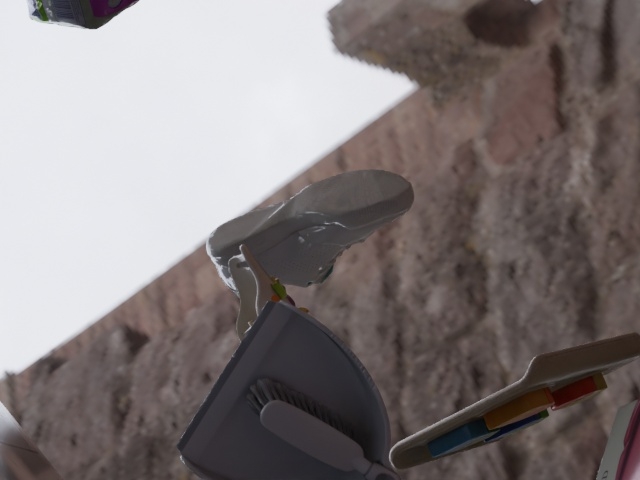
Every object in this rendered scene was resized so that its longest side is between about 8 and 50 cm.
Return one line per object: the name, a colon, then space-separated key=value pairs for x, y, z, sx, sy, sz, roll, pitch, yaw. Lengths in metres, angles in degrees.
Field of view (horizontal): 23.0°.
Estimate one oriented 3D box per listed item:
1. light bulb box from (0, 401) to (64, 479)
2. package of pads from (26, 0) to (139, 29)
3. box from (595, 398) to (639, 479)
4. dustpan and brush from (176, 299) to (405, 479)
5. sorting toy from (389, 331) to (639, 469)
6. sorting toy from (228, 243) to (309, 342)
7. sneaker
light bulb box: x=-0.324 y=0.138 z=0.645 sx=0.358 sy=0.361 sz=0.225 roll=49 pitch=175 yaw=13
package of pads: x=-0.159 y=-0.353 z=1.406 sx=0.296 sy=0.101 sz=0.229 roll=-39 pitch=-48 yaw=-34
box: x=0.322 y=0.193 z=1.231 sx=0.127 sy=0.232 sz=0.148 roll=26 pitch=-115 yaw=-10
dustpan and brush: x=0.018 y=0.158 z=1.173 sx=0.211 sy=0.147 sz=0.060 roll=31 pitch=-176 yaw=-14
sorting toy: x=0.192 y=0.160 z=1.510 sx=0.193 sy=0.208 sz=0.038 roll=-7 pitch=-115 yaw=-48
sorting toy: x=-0.049 y=0.041 z=1.251 sx=0.045 sy=0.083 sz=0.075 roll=-28 pitch=-96 yaw=-20
sneaker: x=0.000 y=0.000 z=1.558 sx=0.080 sy=0.212 sz=0.094 roll=-88 pitch=-23 yaw=-59
